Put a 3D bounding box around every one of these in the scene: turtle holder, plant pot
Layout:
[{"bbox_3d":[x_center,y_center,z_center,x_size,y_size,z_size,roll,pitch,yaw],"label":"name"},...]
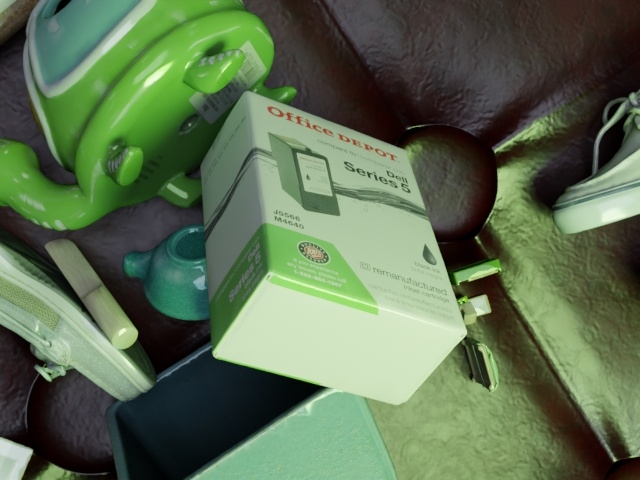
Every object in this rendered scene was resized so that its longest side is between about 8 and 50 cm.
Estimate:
[{"bbox_3d":[-0.208,-0.156,0.989,0.227,0.243,0.320,46,119,14],"label":"turtle holder"},{"bbox_3d":[-0.052,0.256,0.992,0.248,0.247,0.252,-32,112,-8],"label":"plant pot"}]

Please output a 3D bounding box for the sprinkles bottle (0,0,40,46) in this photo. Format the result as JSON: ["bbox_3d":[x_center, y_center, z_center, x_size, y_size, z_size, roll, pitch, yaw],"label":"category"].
[{"bbox_3d":[-0.385,-0.259,0.996,0.355,0.121,0.121,-41,95,-7],"label":"sprinkles bottle"}]

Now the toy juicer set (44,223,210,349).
[{"bbox_3d":[-0.127,0.058,1.007,0.329,0.209,0.089,-11,133,-8],"label":"toy juicer set"}]

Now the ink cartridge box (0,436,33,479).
[{"bbox_3d":[-0.479,0.304,1.009,0.239,0.060,0.275,24,86,-9],"label":"ink cartridge box"}]

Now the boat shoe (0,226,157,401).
[{"bbox_3d":[-0.323,0.079,1.011,0.320,0.118,0.103,37,90,-3],"label":"boat shoe"}]

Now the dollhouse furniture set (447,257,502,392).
[{"bbox_3d":[0.201,0.102,1.105,0.059,0.076,0.151,-16,91,-8],"label":"dollhouse furniture set"}]

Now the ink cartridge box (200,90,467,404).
[{"bbox_3d":[0.000,0.000,0.877,0.199,0.272,0.114,18,126,-24],"label":"ink cartridge box"}]

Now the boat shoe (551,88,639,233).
[{"bbox_3d":[0.419,-0.141,1.112,0.367,0.136,0.156,-25,93,-11],"label":"boat shoe"}]
